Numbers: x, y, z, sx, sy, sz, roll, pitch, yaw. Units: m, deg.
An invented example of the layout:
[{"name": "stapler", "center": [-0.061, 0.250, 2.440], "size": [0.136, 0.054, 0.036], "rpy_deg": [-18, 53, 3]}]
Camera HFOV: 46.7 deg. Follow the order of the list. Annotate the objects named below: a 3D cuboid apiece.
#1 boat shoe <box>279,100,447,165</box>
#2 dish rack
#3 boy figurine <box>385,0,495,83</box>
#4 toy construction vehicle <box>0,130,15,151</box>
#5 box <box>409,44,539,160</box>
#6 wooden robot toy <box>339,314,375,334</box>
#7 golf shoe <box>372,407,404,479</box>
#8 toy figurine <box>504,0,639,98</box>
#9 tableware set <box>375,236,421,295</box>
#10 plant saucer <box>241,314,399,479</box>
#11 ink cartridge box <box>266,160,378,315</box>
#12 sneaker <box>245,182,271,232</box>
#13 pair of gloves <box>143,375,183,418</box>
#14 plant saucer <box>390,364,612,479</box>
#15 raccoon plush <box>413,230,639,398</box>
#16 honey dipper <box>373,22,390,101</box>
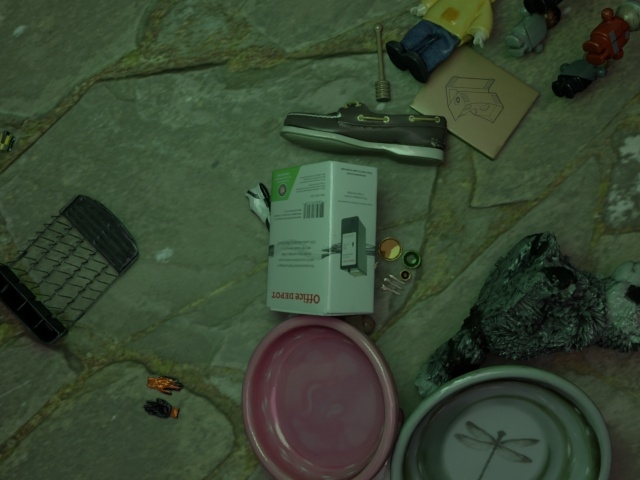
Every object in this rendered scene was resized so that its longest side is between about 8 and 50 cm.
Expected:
[{"name": "boat shoe", "center": [0.085, -0.217, 1.450], "size": [0.324, 0.116, 0.096], "rpy_deg": [8, 85, 1]}, {"name": "dish rack", "center": [-0.512, 0.048, 1.495], "size": [0.208, 0.074, 0.271], "rpy_deg": [45, 90, 5]}, {"name": "boy figurine", "center": [0.266, -0.435, 1.448], "size": [0.285, 0.092, 0.177], "rpy_deg": [-45, 60, -3]}, {"name": "toy construction vehicle", "center": [-0.689, -0.207, 1.543], "size": [0.086, 0.035, 0.098], "rpy_deg": [23, 88, 5]}, {"name": "box", "center": [0.306, -0.280, 1.482], "size": [0.201, 0.021, 0.164], "rpy_deg": [35, 89, 5]}, {"name": "wooden robot toy", "center": [0.068, 0.159, 1.462], "size": [0.079, 0.076, 0.173], "rpy_deg": [-4, 85, -31]}, {"name": "golf shoe", "center": [0.076, 0.456, 1.408], "size": [0.140, 0.115, 0.306], "rpy_deg": [16, 86, 8]}, {"name": "toy figurine", "center": [0.473, -0.397, 1.386], "size": [0.213, 0.209, 0.148], "rpy_deg": [44, 74, 12]}, {"name": "tableware set", "center": [0.116, 0.036, 1.474], "size": [0.154, 0.024, 0.104], "rpy_deg": [27, 88, 6]}, {"name": "plant saucer", "center": [0.005, 0.303, 1.383], "size": [0.332, 0.084, 0.332], "rpy_deg": [-3, 85, 32]}, {"name": "ink cartridge box", "center": [0.000, 0.000, 1.390], "size": [0.115, 0.198, 0.272], "rpy_deg": [4, 87, -37]}, {"name": "sneaker", "center": [-0.116, -0.060, 1.495], "size": [0.044, 0.040, 0.109], "rpy_deg": [-25, 81, 19]}, {"name": "pair of gloves", "center": [-0.316, 0.315, 1.495], "size": [0.074, 0.010, 0.083], "rpy_deg": [8, 90, 3]}, {"name": "plant saucer", "center": [0.322, 0.396, 1.365], "size": [0.401, 0.100, 0.400], "rpy_deg": [-1, 106, -2]}, {"name": "raccoon plush", "center": [0.429, 0.188, 1.405], "size": [0.299, 0.216, 0.446], "rpy_deg": [36, 121, -9]}, {"name": "honey dipper", "center": [0.122, -0.361, 1.497], "size": [0.031, 0.030, 0.160], "rpy_deg": [-3, 84, 4]}]
